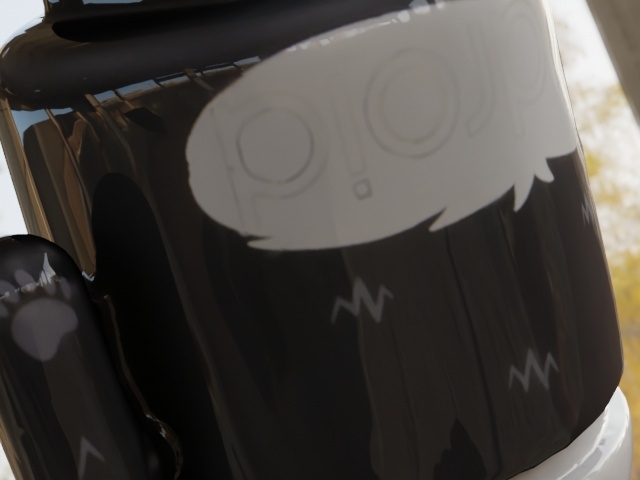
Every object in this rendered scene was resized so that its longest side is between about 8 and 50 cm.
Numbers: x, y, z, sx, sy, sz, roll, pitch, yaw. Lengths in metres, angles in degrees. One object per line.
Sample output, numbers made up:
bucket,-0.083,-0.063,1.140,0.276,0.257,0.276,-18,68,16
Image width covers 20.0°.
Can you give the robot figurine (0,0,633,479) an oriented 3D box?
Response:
robot figurine,-0.003,0.001,0.562,0.209,0.278,0.173,-17,17,-6
